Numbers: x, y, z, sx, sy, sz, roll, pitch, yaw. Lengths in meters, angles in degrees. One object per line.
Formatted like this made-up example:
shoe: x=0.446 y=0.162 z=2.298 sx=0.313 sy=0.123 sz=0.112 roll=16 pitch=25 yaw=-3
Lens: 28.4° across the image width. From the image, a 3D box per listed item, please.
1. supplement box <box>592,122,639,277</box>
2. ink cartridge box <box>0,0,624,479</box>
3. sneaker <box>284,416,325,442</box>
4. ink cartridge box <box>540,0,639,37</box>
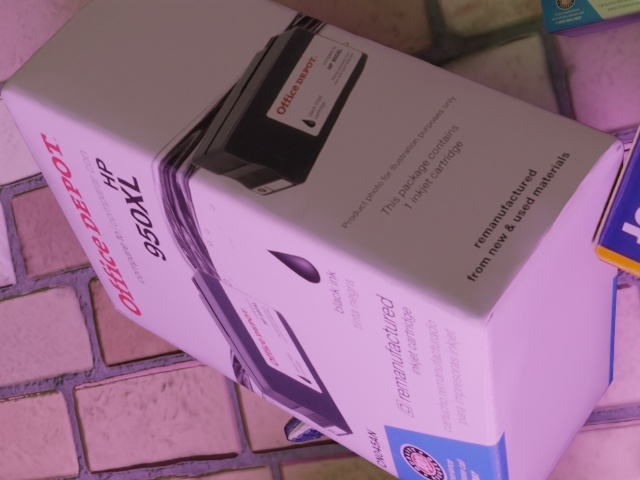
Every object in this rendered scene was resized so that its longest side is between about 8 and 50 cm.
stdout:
supplement box: x=0.378 y=-0.016 z=0.728 sx=0.356 sy=0.194 sz=0.195 roll=26 pitch=108 yaw=27
ink cartridge box: x=0.000 y=0.000 z=0.904 sx=0.395 sy=0.166 sz=0.285 roll=26 pitch=152 yaw=28
sneaker: x=0.014 y=0.117 z=1.062 sx=0.135 sy=0.052 sz=0.058 roll=-45 pitch=62 yaw=19
ink cartridge box: x=0.200 y=-0.216 z=0.905 sx=0.088 sy=0.052 sz=0.122 roll=-9 pitch=89 yaw=33
